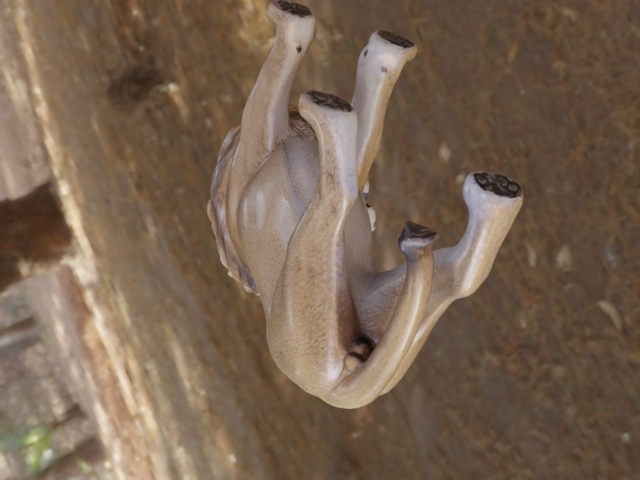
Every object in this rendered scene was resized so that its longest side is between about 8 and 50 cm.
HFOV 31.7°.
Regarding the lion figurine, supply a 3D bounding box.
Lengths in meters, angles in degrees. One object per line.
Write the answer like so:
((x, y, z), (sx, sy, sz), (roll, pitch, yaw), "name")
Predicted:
((0.000, 0.000, 0.731), (0.392, 0.142, 0.240), (-96, 22, -63), "lion figurine")
